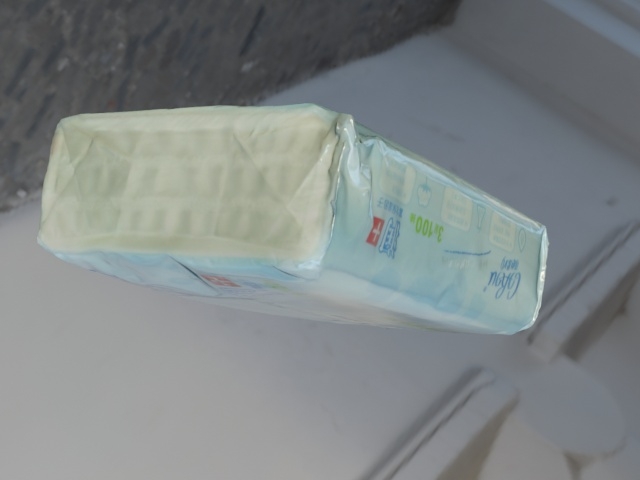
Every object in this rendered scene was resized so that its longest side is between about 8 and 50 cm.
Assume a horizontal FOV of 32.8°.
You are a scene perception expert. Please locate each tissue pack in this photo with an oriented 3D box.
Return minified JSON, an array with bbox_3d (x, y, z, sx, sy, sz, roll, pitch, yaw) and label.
[{"bbox_3d":[0.000,0.000,0.607,0.263,0.177,0.089,22,74,-57],"label":"tissue pack"}]
